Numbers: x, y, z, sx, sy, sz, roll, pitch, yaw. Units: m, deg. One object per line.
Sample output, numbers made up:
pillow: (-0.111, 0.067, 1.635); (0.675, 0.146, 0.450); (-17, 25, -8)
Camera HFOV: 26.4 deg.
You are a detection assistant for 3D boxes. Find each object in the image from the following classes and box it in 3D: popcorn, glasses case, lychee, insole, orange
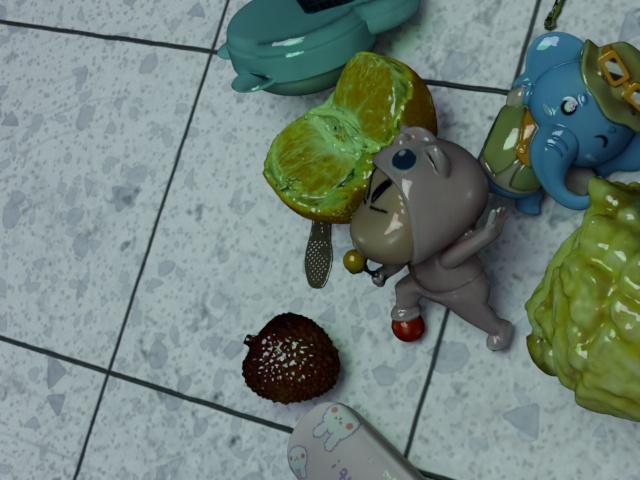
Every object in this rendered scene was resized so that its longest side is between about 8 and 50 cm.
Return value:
popcorn: (0.361, 0.063, 1.487); (0.293, 0.293, 0.237); (47, 141, 32)
glasses case: (0.072, 0.317, 1.672); (0.297, 0.075, 0.113); (42, 100, 33)
lychee: (-0.038, 0.155, 1.764); (0.129, 0.123, 0.123); (34, 94, 25)
insole: (0.000, 0.000, 1.855); (0.045, 0.002, 0.135); (-1, 74, 30)
orange: (0.048, -0.124, 1.771); (0.237, 0.158, 0.179); (-48, 49, 4)

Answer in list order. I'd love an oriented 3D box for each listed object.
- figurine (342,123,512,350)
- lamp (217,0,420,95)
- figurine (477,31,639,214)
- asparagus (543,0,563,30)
figurine: (0.126, 0.009, 1.645); (0.186, 0.287, 0.176); (-22, 28, -14)
lamp: (0.000, -0.292, 1.849); (0.284, 0.147, 0.209); (-37, 33, 6)
figurine: (0.300, -0.127, 1.650); (0.180, 0.154, 0.262); (45, 117, 23)
asparagus: (0.315, -0.331, 1.764); (0.018, 0.015, 0.127); (14, 82, 42)
